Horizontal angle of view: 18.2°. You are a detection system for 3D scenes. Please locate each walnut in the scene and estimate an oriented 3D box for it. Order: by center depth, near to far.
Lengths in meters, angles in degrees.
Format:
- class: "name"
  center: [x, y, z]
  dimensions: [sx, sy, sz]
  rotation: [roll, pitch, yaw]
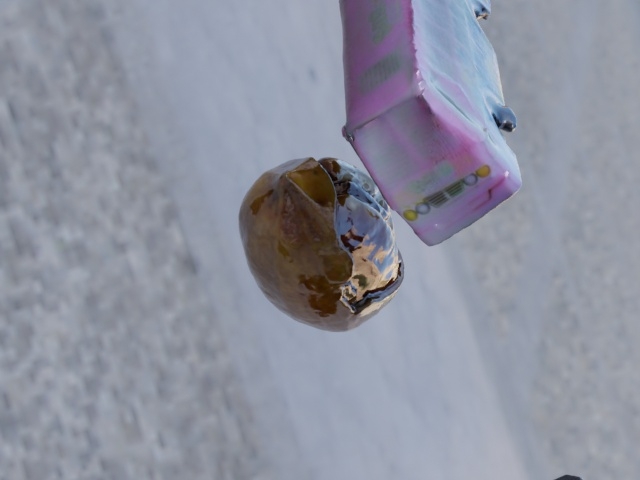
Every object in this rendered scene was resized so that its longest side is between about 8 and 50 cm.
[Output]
- class: "walnut"
  center: [0.000, 0.000, 1.483]
  dimensions: [0.207, 0.116, 0.115]
  rotation: [61, 17, -57]

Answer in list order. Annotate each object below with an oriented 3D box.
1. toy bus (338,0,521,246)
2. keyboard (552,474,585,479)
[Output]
- class: "toy bus"
  center: [0.069, -0.119, 1.387]
  dimensions: [0.112, 0.090, 0.274]
  rotation: [45, 23, -28]
- class: "keyboard"
  center: [0.176, 0.256, 1.365]
  dimensions: [0.262, 0.106, 0.016]
  rotation: [-112, 178, -57]
